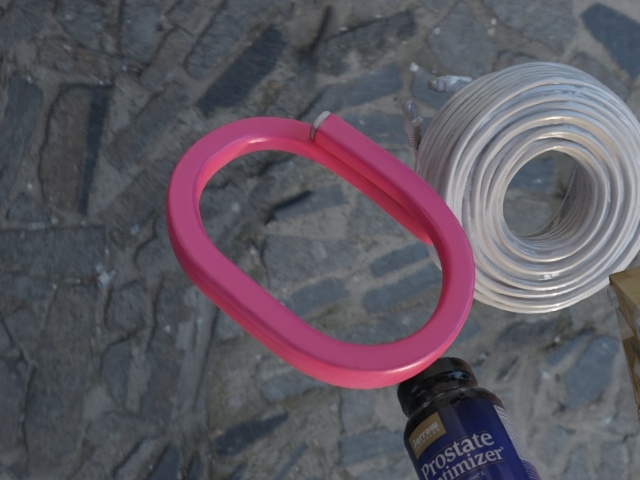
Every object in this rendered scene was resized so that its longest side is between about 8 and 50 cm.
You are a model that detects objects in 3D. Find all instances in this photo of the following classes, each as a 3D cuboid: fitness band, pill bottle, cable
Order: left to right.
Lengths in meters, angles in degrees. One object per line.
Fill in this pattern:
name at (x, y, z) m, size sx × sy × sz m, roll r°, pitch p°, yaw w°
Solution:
fitness band at (0.000, 0.000, 0.893) m, size 0.291 × 0.054 × 0.209 m, roll 38°, pitch 62°, yaw 12°
pill bottle at (0.164, 0.241, 1.119) m, size 0.122 × 0.219 × 0.123 m, roll -12°, pitch 137°, yaw -12°
cable at (0.222, -0.053, 1.038) m, size 0.257 × 0.089 × 0.257 m, roll -12°, pitch 108°, yaw -12°

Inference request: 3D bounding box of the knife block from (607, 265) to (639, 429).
knife block at (0.312, 0.062, 0.611) m, size 0.242 × 0.088 × 0.276 m, roll -14°, pitch 104°, yaw 5°
